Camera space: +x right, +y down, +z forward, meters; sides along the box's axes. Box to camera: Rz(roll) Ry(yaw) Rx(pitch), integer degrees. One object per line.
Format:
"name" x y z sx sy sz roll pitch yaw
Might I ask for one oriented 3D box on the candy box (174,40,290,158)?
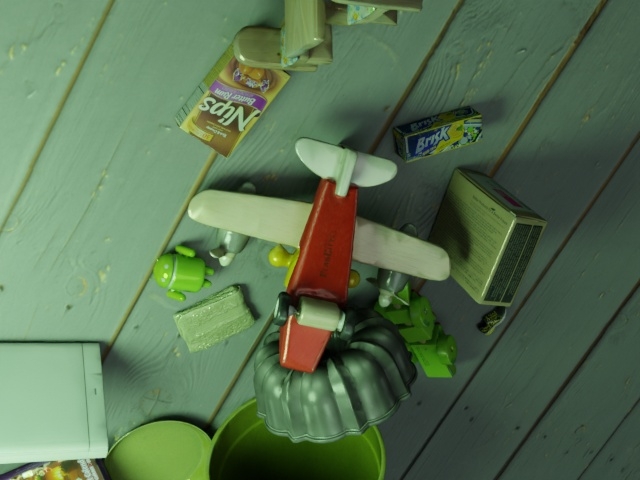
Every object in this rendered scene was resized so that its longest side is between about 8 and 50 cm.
"candy box" -0.153 -0.248 1.424 0.109 0.053 0.186 33 103 -33

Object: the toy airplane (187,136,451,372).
"toy airplane" 0.000 0.000 1.528 0.384 0.272 0.386 -33 88 -15

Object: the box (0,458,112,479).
"box" -0.499 0.570 1.653 0.201 0.057 0.293 -23 99 -5

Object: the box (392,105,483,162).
"box" 0.229 -0.207 1.598 0.169 0.054 0.059 -18 122 -13

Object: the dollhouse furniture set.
"dollhouse furniture set" -0.059 -0.471 1.172 0.257 0.362 0.394 0 89 -23

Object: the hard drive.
"hard drive" -0.562 0.281 1.440 0.353 0.233 0.047 3 135 -23

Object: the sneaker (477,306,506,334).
"sneaker" 0.396 0.182 1.891 0.035 0.031 0.083 25 105 -30

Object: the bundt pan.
"bundt pan" 0.016 0.235 1.594 0.331 0.331 0.124 -21 117 -10

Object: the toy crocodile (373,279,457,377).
"toy crocodile" 0.214 0.185 1.784 0.115 0.105 0.340 -9 133 32

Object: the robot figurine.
"robot figurine" -0.261 0.061 1.539 0.115 0.067 0.101 12 94 -26

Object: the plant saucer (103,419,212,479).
"plant saucer" -0.345 0.470 1.746 0.241 0.037 0.241 -10 121 -17

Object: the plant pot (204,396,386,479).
"plant pot" -0.035 0.567 1.766 0.367 0.366 0.353 -18 133 -12

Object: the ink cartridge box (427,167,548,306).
"ink cartridge box" 0.323 -0.009 1.637 0.088 0.234 0.193 8 114 -26

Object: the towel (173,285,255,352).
"towel" -0.210 0.159 1.638 0.148 0.027 0.110 -26 124 -7
